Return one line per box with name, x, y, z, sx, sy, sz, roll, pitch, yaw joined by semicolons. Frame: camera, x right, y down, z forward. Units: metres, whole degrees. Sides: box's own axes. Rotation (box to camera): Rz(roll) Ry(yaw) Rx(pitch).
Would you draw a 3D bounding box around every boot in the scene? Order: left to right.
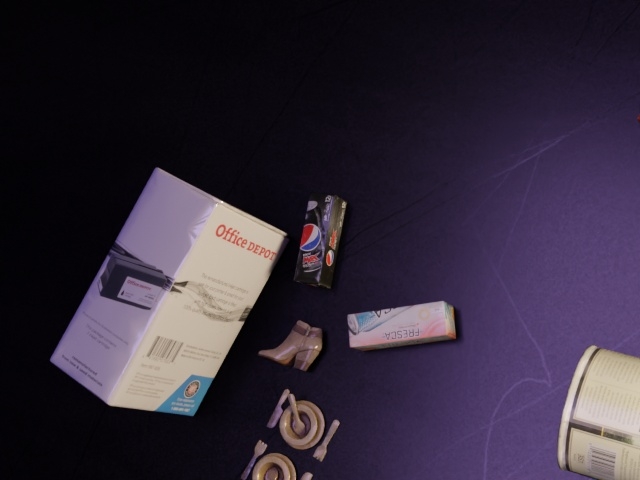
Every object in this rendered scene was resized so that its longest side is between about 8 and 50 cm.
boot;-0.051;0.189;1.966;0.118;0.042;0.087;14;78;25

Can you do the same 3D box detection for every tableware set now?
tableware set;-0.063;0.379;1.923;0.128;0.039;0.194;27;90;27

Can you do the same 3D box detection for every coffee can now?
coffee can;0.516;0.285;1.592;0.275;0.201;0.202;13;84;26

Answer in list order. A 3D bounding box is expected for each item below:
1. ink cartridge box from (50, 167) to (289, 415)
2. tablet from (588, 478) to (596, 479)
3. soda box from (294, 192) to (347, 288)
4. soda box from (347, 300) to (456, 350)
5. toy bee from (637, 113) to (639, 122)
ink cartridge box;-0.263;0.102;1.941;0.166;0.285;0.395;29;90;27
tablet;0.430;0.417;1.710;0.083;0.006;0.054;-38;65;11
soda box;0.000;0.000;1.972;0.053;0.060;0.169;6;81;26
soda box;0.142;0.151;1.874;0.183;0.058;0.063;-10;74;21
toy bee;0.648;-0.141;1.680;0.195;0.162;0.298;-47;39;17
